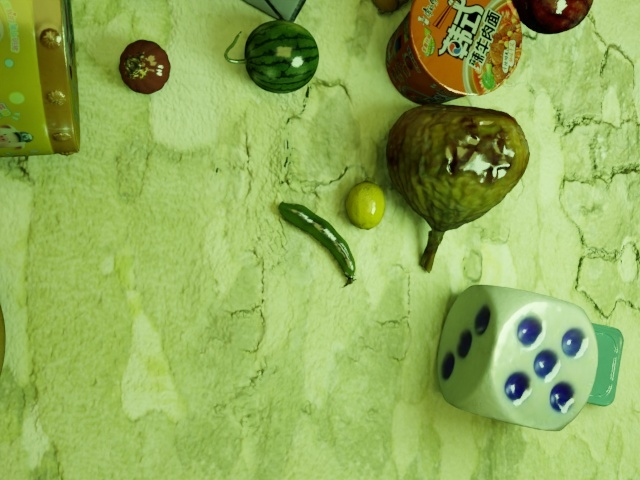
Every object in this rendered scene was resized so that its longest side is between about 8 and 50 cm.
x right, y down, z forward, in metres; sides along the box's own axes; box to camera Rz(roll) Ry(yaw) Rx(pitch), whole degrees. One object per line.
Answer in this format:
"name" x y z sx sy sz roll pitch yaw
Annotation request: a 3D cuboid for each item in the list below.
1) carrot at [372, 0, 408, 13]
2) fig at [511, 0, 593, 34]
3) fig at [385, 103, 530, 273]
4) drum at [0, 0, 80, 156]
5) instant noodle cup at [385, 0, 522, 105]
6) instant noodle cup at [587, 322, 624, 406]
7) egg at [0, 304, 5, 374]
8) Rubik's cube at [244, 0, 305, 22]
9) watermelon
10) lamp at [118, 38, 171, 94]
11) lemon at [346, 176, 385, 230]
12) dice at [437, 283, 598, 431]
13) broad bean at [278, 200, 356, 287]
"carrot" 0.221 -0.591 1.421 0.263 0.102 0.102 -38 98 -16
"fig" 0.536 -0.549 1.485 0.249 0.186 0.204 12 67 -48
"fig" 0.269 -0.098 1.356 0.286 0.286 0.369 -5 119 -17
"drum" -0.501 -0.334 1.031 0.214 0.431 0.432 -5 88 -17
"instant noodle cup" 0.261 -0.399 1.369 0.250 0.192 0.251 1 87 -16
"instant noodle cup" 0.592 0.272 1.493 0.157 0.070 0.179 14 84 -14
"egg" -0.644 0.162 1.025 0.282 0.282 0.352 -2 91 -16
"Rubik's cube" -0.094 -0.604 1.246 0.254 0.260 0.259 27 78 -12
"watermelon" -0.096 -0.359 1.292 0.187 0.140 0.141 -7 89 -14
"lamp" -0.331 -0.326 1.245 0.101 0.090 0.101 4 101 20
"lemon" 0.093 -0.077 1.360 0.082 0.082 0.111 2 88 -16
"dice" 0.391 0.235 1.339 0.243 0.259 0.251 16 83 -13
"broad bean" 0.005 -0.003 1.352 0.069 0.039 0.227 -42 99 -9
